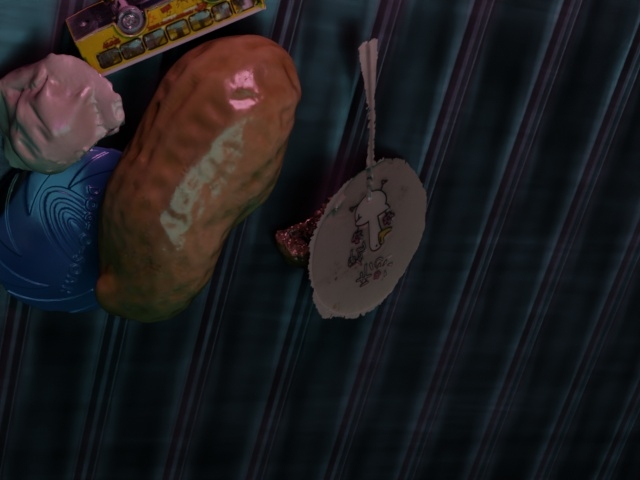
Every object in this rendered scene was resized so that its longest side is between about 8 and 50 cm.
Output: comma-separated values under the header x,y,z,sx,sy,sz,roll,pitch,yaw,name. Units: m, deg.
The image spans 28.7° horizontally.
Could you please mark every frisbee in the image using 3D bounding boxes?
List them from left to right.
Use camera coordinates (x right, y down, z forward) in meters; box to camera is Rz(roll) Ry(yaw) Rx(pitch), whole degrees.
x,y,z,sx,sy,sz,roll,pitch,yaw,name
-0.304,-0.006,1.581,0.242,0.045,0.242,-11,121,-18,frisbee

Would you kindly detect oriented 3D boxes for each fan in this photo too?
x,y,z,sx,sy,sz,roll,pitch,yaw,name
0.065,-0.076,1.664,0.233,0.012,0.415,-27,130,-38,fan

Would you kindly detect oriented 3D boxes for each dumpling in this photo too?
x,y,z,sx,sy,sz,roll,pitch,yaw,name
-0.316,-0.144,1.447,0.188,0.108,0.127,-24,119,33,dumpling

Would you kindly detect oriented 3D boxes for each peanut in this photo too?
x,y,z,sx,sy,sz,roll,pitch,yaw,name
-0.154,-0.072,1.514,0.387,0.169,0.192,-59,152,9,peanut

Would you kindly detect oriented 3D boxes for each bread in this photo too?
x,y,z,sx,sy,sz,roll,pitch,yaw,name
0.000,0.000,1.700,0.113,0.060,0.082,-37,124,0,bread

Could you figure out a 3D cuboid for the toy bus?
x,y,z,sx,sy,sz,roll,pitch,yaw,name
-0.178,-0.267,1.451,0.226,0.081,0.074,-25,127,-7,toy bus
